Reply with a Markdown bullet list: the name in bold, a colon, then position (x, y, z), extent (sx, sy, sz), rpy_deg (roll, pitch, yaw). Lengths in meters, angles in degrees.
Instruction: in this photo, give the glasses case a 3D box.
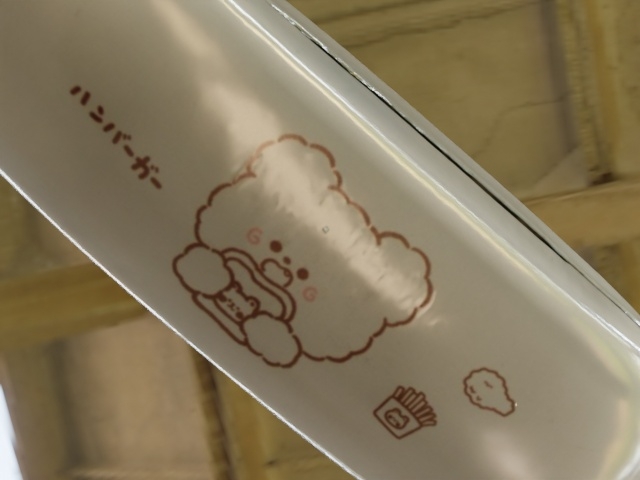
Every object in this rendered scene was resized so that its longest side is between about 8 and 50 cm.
- **glasses case**: position (0.000, 0.000, 0.434), extent (0.193, 0.049, 0.074), rpy_deg (40, -71, -9)
